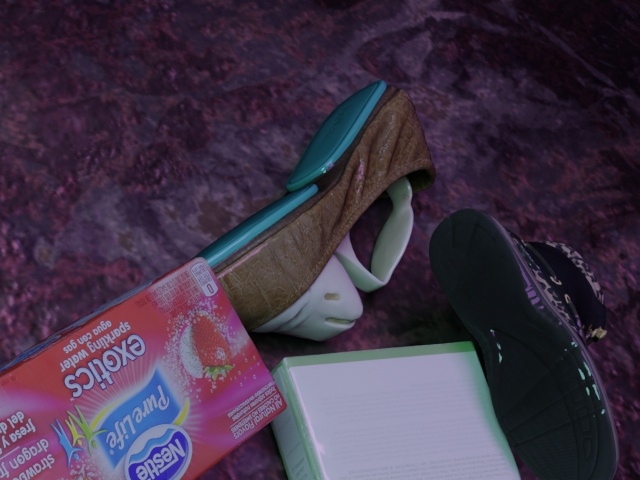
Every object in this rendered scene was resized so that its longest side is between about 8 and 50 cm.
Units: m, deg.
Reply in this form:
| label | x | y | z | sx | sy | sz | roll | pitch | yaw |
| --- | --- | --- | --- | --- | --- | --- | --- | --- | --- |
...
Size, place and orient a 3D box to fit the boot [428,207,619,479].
| label | x | y | z | sx | sy | sz | roll | pitch | yaw |
| --- | --- | --- | --- | --- | --- | --- | --- | --- | --- |
| boot | 0.188 | 0.086 | 1.371 | 0.178 | 0.085 | 0.236 | 10 | 49 | -60 |

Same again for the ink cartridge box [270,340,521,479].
| label | x | y | z | sx | sy | sz | roll | pitch | yaw |
| --- | --- | --- | --- | --- | --- | --- | --- | --- | --- |
| ink cartridge box | 0.070 | 0.189 | 1.277 | 0.171 | 0.056 | 0.235 | -2 | 61 | -31 |

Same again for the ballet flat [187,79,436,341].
| label | x | y | z | sx | sy | sz | roll | pitch | yaw |
| --- | --- | --- | --- | --- | --- | --- | --- | --- | --- |
| ballet flat | 0.000 | 0.000 | 1.369 | 0.124 | 0.116 | 0.342 | 53 | 41 | -10 |

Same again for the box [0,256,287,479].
| label | x | y | z | sx | sy | sz | roll | pitch | yaw |
| --- | --- | --- | --- | --- | --- | --- | --- | --- | --- |
| box | -0.157 | 0.125 | 1.105 | 0.257 | 0.128 | 0.122 | -33 | 95 | -51 |
